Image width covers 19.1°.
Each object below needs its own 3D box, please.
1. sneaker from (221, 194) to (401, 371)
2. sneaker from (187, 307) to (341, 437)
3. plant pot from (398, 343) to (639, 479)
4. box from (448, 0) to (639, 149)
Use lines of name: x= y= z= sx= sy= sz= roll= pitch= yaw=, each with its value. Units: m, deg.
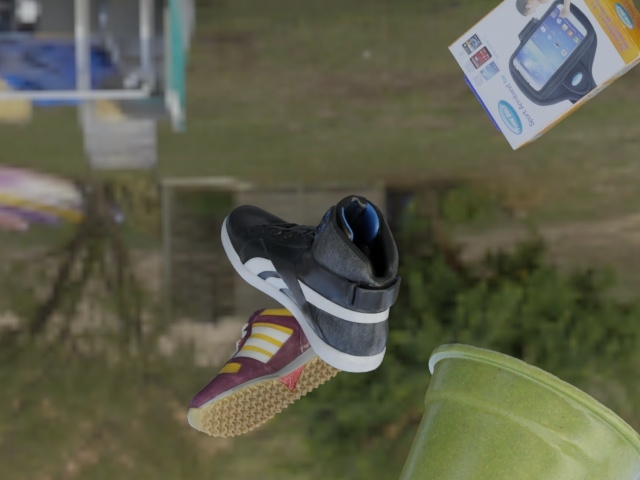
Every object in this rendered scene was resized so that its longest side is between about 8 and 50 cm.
sneaker: x=0.000 y=0.000 z=1.569 sx=0.079 sy=0.121 sz=0.217 roll=-6 pitch=-144 yaw=-36
sneaker: x=-0.058 y=0.113 z=1.758 sx=0.185 sy=0.069 sz=0.084 roll=-25 pitch=-126 yaw=-30
plant pot: x=0.185 y=0.291 z=2.062 sx=0.276 sy=0.254 sz=0.276 roll=27 pitch=162 yaw=10
box: x=0.139 y=-0.117 z=1.191 sx=0.028 sy=0.081 sz=0.136 roll=-24 pitch=169 yaw=-48
